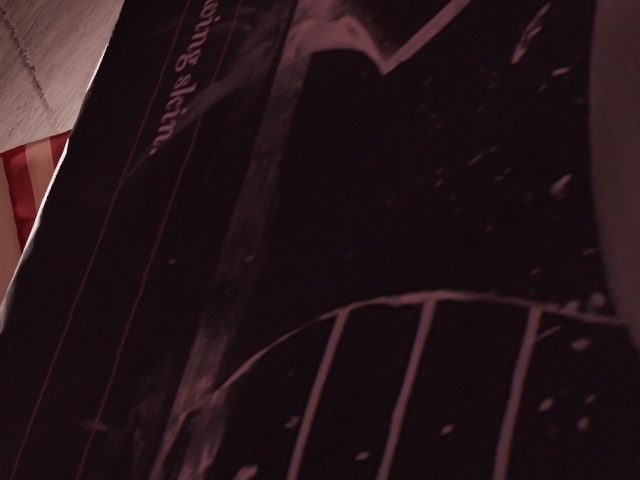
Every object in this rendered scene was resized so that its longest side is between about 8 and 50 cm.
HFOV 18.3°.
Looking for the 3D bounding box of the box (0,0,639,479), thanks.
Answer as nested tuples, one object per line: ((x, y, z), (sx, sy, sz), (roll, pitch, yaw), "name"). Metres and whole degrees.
((0.187, -0.025, 0.538), (0.471, 0.297, 0.480), (-20, 39, 34), "box")

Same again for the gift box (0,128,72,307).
((-0.043, 0.090, 0.815), (0.255, 0.276, 0.258), (-17, 78, 31), "gift box")
